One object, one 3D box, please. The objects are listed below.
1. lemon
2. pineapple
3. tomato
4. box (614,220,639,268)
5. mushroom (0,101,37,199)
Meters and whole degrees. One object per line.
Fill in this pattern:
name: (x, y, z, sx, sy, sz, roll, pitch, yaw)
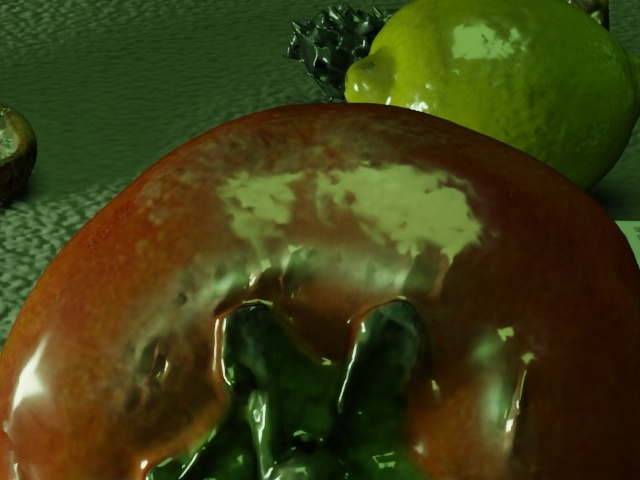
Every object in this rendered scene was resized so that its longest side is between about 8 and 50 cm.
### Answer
lemon: (0.136, -0.102, 1.475, 0.248, 0.184, 0.184, -1, 27, -15)
pineapple: (0.103, -0.163, 1.631, 0.279, 0.157, 0.158, -1, 27, 4)
tomato: (0.016, 0.107, 0.939, 0.341, 0.341, 0.273, 7, -3, 12)
box: (0.140, 0.027, 1.381, 0.245, 0.035, 0.139, 1, 27, 0)
mushroom: (-0.279, -0.066, 1.530, 0.123, 0.052, 0.123, 1, 35, -1)
